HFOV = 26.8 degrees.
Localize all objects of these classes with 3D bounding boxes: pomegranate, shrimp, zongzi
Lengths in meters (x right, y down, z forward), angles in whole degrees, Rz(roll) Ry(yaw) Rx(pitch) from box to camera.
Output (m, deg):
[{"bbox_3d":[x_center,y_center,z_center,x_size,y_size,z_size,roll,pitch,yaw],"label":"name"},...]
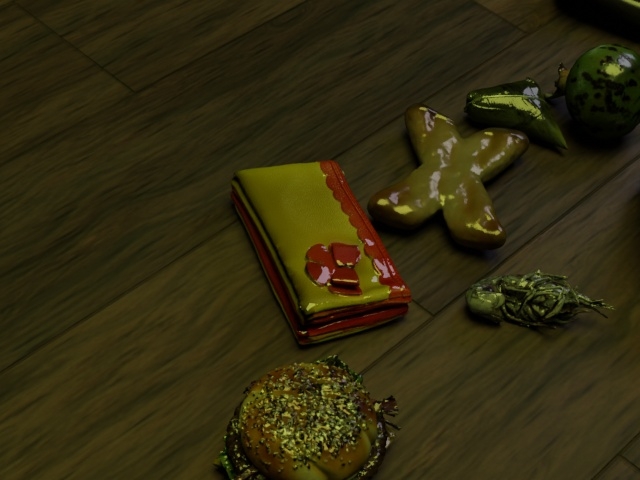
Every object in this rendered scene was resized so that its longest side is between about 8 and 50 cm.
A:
[{"bbox_3d":[0.350,-0.193,1.711,0.161,0.122,0.122,16,41,42],"label":"pomegranate"},{"bbox_3d":[0.243,0.066,1.479,0.165,0.056,0.065,5,29,11],"label":"shrimp"},{"bbox_3d":[0.245,-0.148,1.699,0.104,0.052,0.113,-16,62,-11],"label":"zongzi"}]

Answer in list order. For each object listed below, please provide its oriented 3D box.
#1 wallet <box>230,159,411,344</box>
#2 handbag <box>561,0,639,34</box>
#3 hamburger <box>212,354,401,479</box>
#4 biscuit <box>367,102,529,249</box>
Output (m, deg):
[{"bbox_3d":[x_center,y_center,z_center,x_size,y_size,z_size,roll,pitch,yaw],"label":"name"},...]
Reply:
[{"bbox_3d":[0.000,0.000,1.504,0.141,0.067,0.241,-11,48,-20],"label":"wallet"},{"bbox_3d":[0.497,-0.415,1.892,0.257,0.113,0.285,30,74,11],"label":"handbag"},{"bbox_3d":[-0.010,0.181,1.306,0.164,0.093,0.189,17,44,9],"label":"hamburger"},{"bbox_3d":[0.158,-0.077,1.612,0.164,0.047,0.207,15,46,8],"label":"biscuit"}]
